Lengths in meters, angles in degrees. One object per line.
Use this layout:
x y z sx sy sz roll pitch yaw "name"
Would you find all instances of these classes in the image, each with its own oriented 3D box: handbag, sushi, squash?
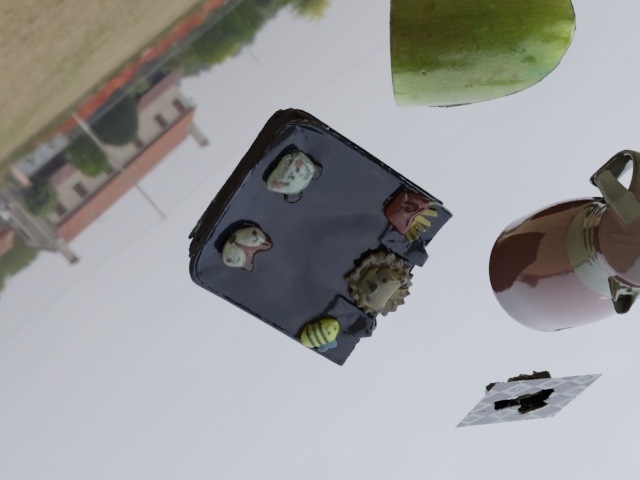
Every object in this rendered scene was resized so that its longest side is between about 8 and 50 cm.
0.000 0.000 1.348 0.303 0.329 0.122 -54 -166 13 "handbag"
0.390 0.288 1.714 0.231 0.219 0.047 111 -28 -56 "sushi"
0.282 -0.364 1.566 0.309 0.234 0.210 -1 174 9 "squash"

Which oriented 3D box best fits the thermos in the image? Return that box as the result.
0.288 0.004 0.944 0.265 0.146 0.176 121 -18 -78 "thermos"
